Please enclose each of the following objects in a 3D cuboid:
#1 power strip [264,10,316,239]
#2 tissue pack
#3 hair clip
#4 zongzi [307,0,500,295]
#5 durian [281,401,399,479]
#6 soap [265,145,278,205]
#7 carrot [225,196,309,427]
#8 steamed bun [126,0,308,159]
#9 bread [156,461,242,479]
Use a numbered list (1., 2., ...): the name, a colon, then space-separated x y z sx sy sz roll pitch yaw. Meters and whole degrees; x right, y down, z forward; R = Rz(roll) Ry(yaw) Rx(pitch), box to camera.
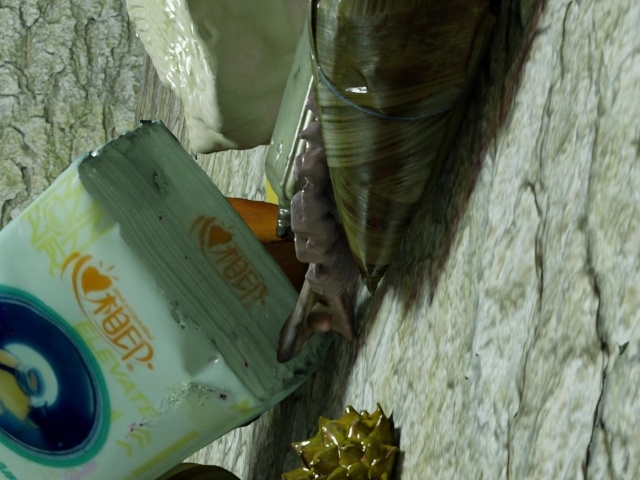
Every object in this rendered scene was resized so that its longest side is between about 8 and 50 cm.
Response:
1. power strip: 0.023 -0.180 1.711 0.092 0.066 0.387 -122 47 -69
2. tissue pack: -0.212 0.099 1.899 0.388 0.287 0.162 -36 2 42
3. hair clip: 0.007 0.002 1.653 0.300 0.069 0.173 97 -176 -51
4. zongzi: 0.053 -0.144 1.550 0.286 0.138 0.300 -92 7 -59
5. durian: -0.002 0.211 1.601 0.224 0.078 0.140 121 157 -56
6. soap: -0.040 -0.062 2.124 0.089 0.033 0.168 112 163 -53
7. carrot: -0.083 0.078 1.998 0.159 0.159 0.225 -126 36 -74
8. steamed bun: -0.076 -0.238 2.034 0.275 0.206 0.320 88 158 -51
9. bread: -0.160 0.371 2.023 0.333 0.160 0.333 -168 90 -78
